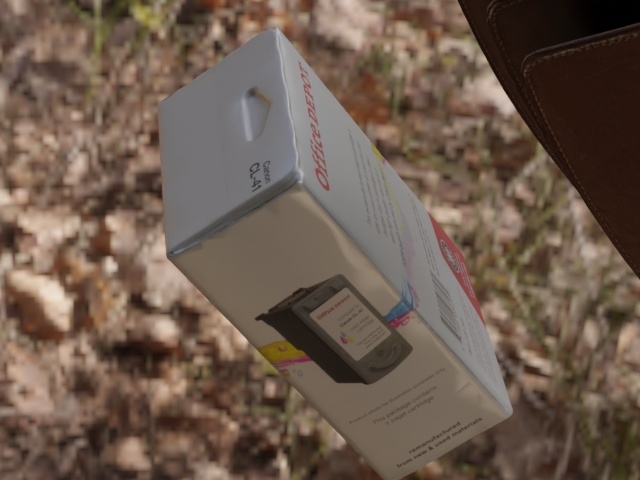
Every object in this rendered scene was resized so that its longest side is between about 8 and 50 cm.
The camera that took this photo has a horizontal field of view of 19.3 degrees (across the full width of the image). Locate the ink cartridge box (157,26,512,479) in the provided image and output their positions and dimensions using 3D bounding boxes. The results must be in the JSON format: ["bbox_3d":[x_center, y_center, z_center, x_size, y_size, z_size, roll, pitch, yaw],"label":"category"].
[{"bbox_3d":[0.009,0.013,1.519,0.131,0.306,0.226,-33,34,16],"label":"ink cartridge box"}]

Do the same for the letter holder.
[{"bbox_3d":[0.221,-0.069,1.282,0.214,0.302,0.152,-14,42,31],"label":"letter holder"}]
